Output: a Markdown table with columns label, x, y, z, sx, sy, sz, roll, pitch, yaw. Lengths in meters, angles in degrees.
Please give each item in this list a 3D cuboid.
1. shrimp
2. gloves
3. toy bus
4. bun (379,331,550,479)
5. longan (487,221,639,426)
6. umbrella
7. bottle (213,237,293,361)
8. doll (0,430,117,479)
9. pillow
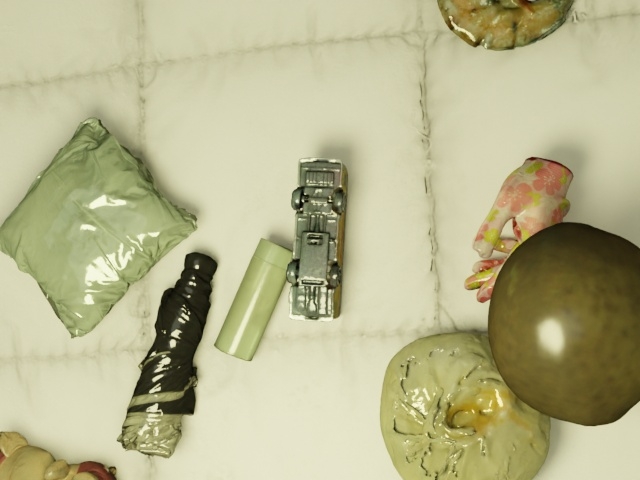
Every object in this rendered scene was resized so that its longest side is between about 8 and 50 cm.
| label | x | y | z | sx | sy | sz | roll | pitch | yaw |
| --- | --- | --- | --- | --- | --- | --- | --- | --- | --- |
| shrimp | 0.346 | -0.482 | 1.562 | 0.233 | 0.071 | 0.365 | 34 | 92 | 4 |
| gloves | 0.315 | -0.008 | 1.475 | 0.126 | 0.145 | 0.241 | 17 | 80 | 14 |
| toy bus | 0.000 | 0.000 | 1.562 | 0.092 | 0.106 | 0.268 | 3 | 87 | 12 |
| bun | 0.222 | 0.284 | 1.467 | 0.287 | 0.146 | 0.287 | -1 | 87 | 11 |
| longan | 0.381 | 0.122 | 1.354 | 0.288 | 0.350 | 0.288 | -5 | 81 | 32 |
| umbrella | -0.249 | 0.196 | 1.613 | 0.113 | 0.106 | 0.358 | 15 | 80 | 3 |
| bottle | -0.109 | 0.100 | 1.592 | 0.072 | 0.072 | 0.201 | 24 | 90 | 13 |
| doll | -0.474 | 0.441 | 1.597 | 0.256 | 0.152 | 0.196 | 8 | 73 | 17 |
| pillow | -0.401 | -0.015 | 1.631 | 0.283 | 0.138 | 0.310 | 42 | 91 | 12 |
